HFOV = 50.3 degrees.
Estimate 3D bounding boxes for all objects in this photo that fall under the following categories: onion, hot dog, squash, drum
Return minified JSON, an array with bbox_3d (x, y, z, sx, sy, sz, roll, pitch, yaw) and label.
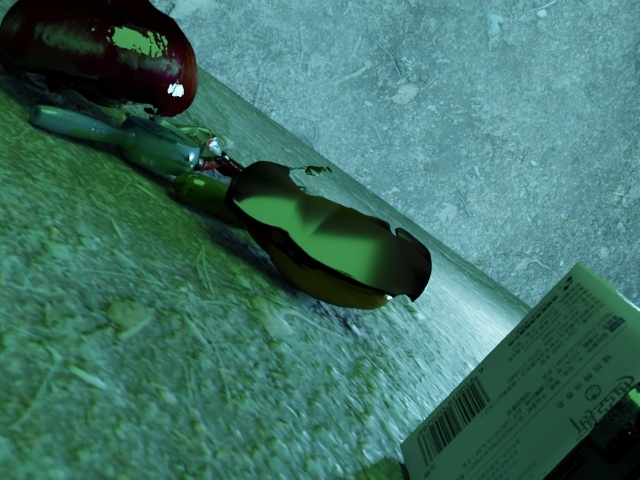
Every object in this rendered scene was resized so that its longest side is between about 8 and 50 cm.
[{"bbox_3d":[-0.294,-0.282,0.936,0.272,0.195,0.272,16,7,-2],"label":"onion"},{"bbox_3d":[0.001,0.005,1.006,0.326,0.107,0.194,36,41,-11],"label":"hot dog"},{"bbox_3d":[-0.147,-0.058,0.998,0.052,0.052,0.183,46,10,32],"label":"squash"},{"bbox_3d":[-0.279,-0.149,0.924,0.253,0.049,0.130,16,15,-43],"label":"drum"}]

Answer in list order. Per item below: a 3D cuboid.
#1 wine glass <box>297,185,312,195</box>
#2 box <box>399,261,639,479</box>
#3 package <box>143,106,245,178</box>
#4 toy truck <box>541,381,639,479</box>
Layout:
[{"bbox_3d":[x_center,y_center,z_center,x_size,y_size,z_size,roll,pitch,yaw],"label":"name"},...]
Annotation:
[{"bbox_3d":[0.025,0.003,1.136,0.204,0.111,0.111,33,13,-26],"label":"wine glass"},{"bbox_3d":[0.218,0.182,0.618,0.116,0.274,0.203,38,11,-15],"label":"box"},{"bbox_3d":[-0.207,-0.155,1.171,0.194,0.071,0.269,41,-2,1],"label":"package"},{"bbox_3d":[0.173,0.206,0.441,0.107,0.253,0.114,45,9,28],"label":"toy truck"}]
